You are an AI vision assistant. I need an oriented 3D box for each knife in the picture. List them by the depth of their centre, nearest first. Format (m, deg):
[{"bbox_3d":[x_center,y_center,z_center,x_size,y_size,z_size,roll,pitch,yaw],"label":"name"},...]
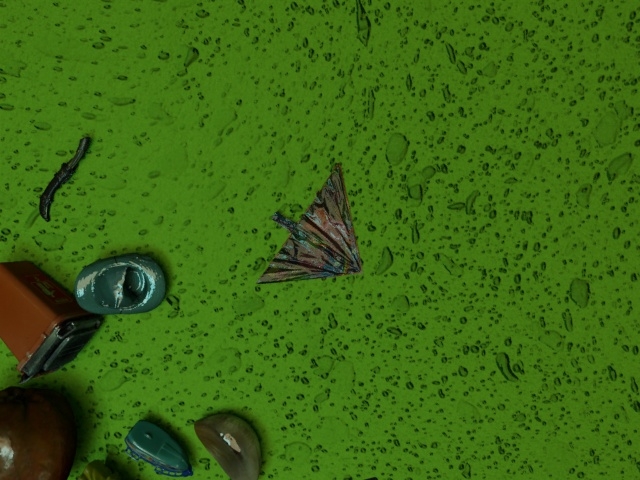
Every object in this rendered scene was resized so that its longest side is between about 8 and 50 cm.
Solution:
[{"bbox_3d":[-0.575,-0.143,1.332,0.046,0.021,0.222,34,101,2],"label":"knife"}]

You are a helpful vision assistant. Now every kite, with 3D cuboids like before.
[{"bbox_3d":[0.000,0.000,1.295,0.234,0.016,0.321,35,97,2],"label":"kite"}]

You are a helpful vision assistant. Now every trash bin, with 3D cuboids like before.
[{"bbox_3d":[-0.634,0.172,1.308,0.239,0.161,0.184,40,97,8],"label":"trash bin"}]

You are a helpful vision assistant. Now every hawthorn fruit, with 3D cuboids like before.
[{"bbox_3d":[-0.651,0.441,1.290,0.258,0.258,0.261,9,124,4],"label":"hawthorn fruit"}]

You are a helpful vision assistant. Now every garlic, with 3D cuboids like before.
[{"bbox_3d":[-0.186,0.456,1.325,0.101,0.087,0.195,-36,95,21],"label":"garlic"}]

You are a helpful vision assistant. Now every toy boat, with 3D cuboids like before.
[{"bbox_3d":[-0.364,0.486,1.353,0.175,0.091,0.110,34,131,-2],"label":"toy boat"}]

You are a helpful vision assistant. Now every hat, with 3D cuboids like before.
[{"bbox_3d":[-0.437,0.095,1.318,0.191,0.078,0.138,-4,104,-13],"label":"hat"}]

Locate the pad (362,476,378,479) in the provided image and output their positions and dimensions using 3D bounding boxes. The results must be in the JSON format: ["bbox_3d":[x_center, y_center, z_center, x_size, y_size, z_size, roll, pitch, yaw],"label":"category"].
[{"bbox_3d":[0.053,0.613,1.353,0.193,0.004,0.116,-18,94,7],"label":"pad"}]

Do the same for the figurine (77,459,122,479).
[{"bbox_3d":[-0.385,0.624,1.312,0.315,0.168,0.187,17,70,5],"label":"figurine"}]
